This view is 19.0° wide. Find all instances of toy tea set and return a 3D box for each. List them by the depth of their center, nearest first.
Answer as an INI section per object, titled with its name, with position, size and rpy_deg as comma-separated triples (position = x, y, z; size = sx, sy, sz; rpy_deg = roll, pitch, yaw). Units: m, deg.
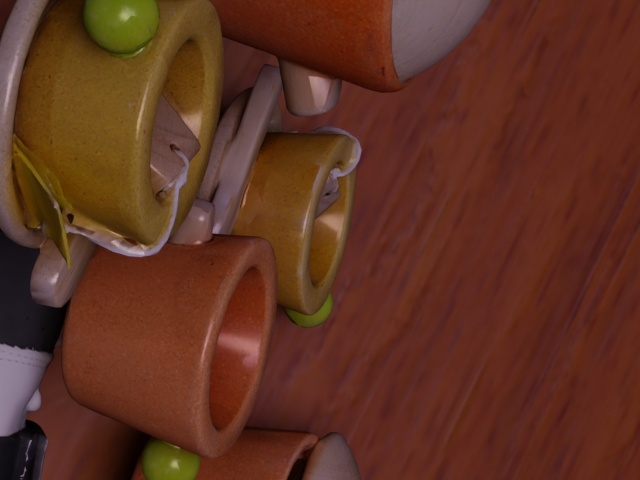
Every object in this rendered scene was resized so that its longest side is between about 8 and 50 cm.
[toy tea set]
position = 0.000, 0.000, 0.637
size = 0.124, 0.336, 0.200
rpy_deg = 12, 55, 13

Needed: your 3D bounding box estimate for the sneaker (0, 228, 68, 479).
[sneaker]
position = -0.152, 0.078, 0.649
size = 0.330, 0.122, 0.146
rpy_deg = -52, 127, -14
